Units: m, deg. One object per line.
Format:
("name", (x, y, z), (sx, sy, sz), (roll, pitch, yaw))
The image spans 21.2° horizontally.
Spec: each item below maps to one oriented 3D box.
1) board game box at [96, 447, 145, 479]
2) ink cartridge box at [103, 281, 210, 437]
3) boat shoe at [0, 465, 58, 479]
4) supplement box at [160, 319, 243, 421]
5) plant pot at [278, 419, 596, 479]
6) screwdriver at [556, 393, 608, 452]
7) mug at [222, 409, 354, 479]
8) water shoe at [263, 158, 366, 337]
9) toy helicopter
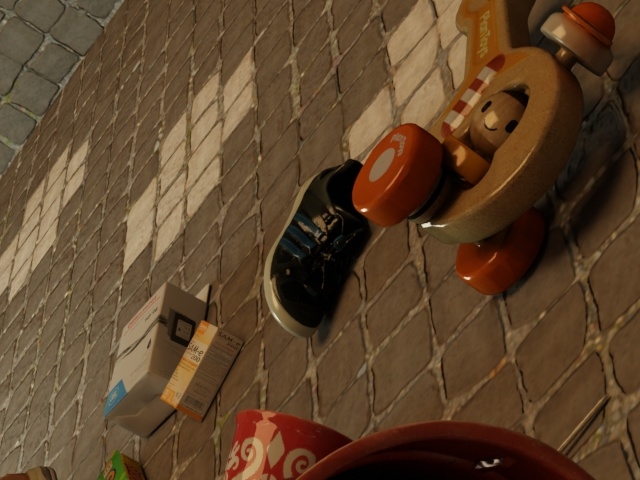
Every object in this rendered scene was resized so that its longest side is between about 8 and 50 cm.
("board game box", (-0.222, 0.322, 1.828), (0.124, 0.039, 0.259), (-59, 22, 6))
("ink cartridge box", (-0.187, 0.125, 1.976), (0.104, 0.060, 0.180), (-46, 25, 36))
("boat shoe", (-0.333, 0.361, 1.860), (0.324, 0.116, 0.123), (-123, 34, -65))
("supplement box", (-0.129, 0.140, 1.850), (0.098, 0.036, 0.062), (-62, 21, -6))
("plant pot", (0.032, 0.248, 1.040), (0.272, 0.272, 0.265), (-65, 12, -13))
("screwdriver", (0.147, 0.172, 1.187), (0.170, 0.024, 0.025), (-47, 52, 15))
("mug", (-0.033, 0.234, 1.396), (0.150, 0.113, 0.169), (-24, 44, 61))
("water shoe", (0.000, 0.000, 1.683), (0.080, 0.073, 0.203), (-36, 31, 44))
("toy helicopter", (0.157, -0.142, 1.418), (0.235, 0.140, 0.355), (-45, 23, 32))
